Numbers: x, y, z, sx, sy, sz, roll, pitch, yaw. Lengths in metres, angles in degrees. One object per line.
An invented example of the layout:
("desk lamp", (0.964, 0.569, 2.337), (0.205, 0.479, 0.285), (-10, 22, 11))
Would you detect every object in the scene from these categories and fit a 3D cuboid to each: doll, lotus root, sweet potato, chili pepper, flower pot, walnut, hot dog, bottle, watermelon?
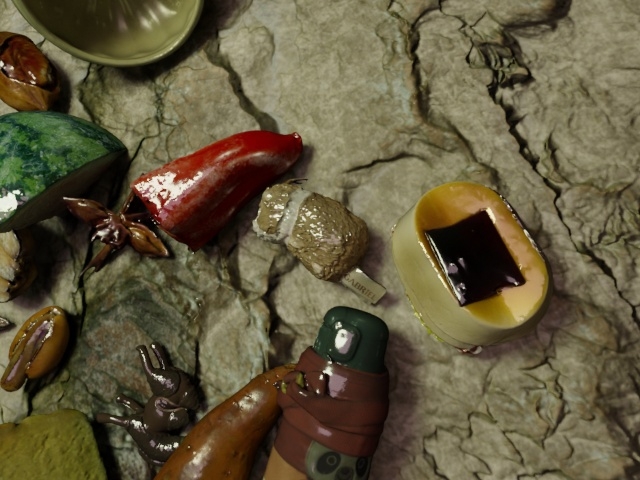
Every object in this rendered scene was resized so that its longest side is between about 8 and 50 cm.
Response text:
("doll", (0.002, -0.001, 0.611), (0.221, 0.105, 0.115), (41, 84, 21))
("lotus root", (-0.594, -0.019, 0.794), (0.329, 0.078, 0.167), (35, 104, 23))
("sweet potato", (-0.146, 0.301, 0.578), (0.112, 0.112, 0.359), (34, 87, 19))
("chili pepper", (-0.141, -0.095, 0.654), (0.252, 0.144, 0.136), (-35, 34, 0))
("flower pot", (-0.353, -0.470, 0.724), (0.307, 0.307, 0.244), (-33, 58, 6))
("walnut", (-0.553, -0.307, 0.828), (0.116, 0.116, 0.207), (-41, 71, 4))
("hot dog", (-0.464, 0.174, 0.726), (0.090, 0.060, 0.140), (37, 93, 24))
("bottle", (0.006, 0.214, 0.538), (0.143, 0.156, 0.271), (14, 87, 22))
("doll", (-0.229, 0.249, 0.649), (0.165, 0.057, 0.139), (33, 86, 10))
("watermelon", (-0.481, -0.136, 0.754), (0.260, 0.256, 0.176), (50, 138, 11))

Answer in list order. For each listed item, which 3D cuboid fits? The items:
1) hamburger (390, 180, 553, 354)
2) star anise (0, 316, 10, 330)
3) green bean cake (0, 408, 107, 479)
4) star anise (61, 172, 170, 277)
("hamburger", (0.183, 0.029, 0.557), (0.173, 0.116, 0.210), (-27, 68, 0))
("star anise", (-0.655, 0.157, 0.744), (0.212, 0.073, 0.197), (45, 80, -10))
("green bean cake", (-0.411, 0.368, 0.584), (0.124, 0.233, 0.236), (-38, 69, 35))
("star anise", (-0.333, -0.010, 0.739), (0.140, 0.144, 0.158), (-20, 76, -37))
